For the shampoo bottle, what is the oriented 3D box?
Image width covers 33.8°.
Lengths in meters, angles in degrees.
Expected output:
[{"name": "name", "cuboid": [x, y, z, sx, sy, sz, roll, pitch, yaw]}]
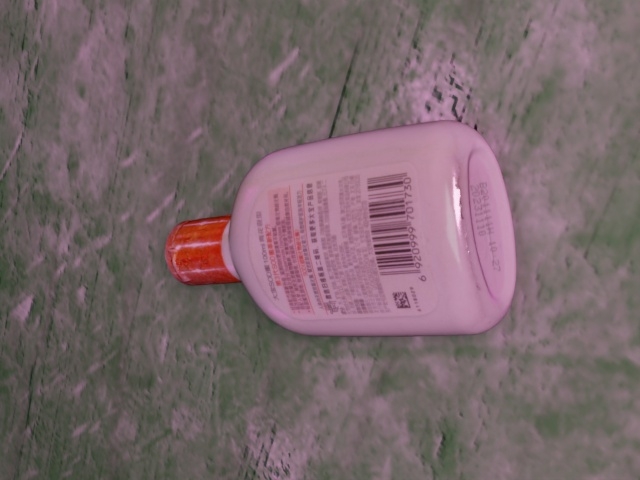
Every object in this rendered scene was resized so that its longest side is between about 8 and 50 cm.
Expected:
[{"name": "shampoo bottle", "cuboid": [0.000, 0.000, 0.573, 0.221, 0.051, 0.108, -5, 99, 43]}]
